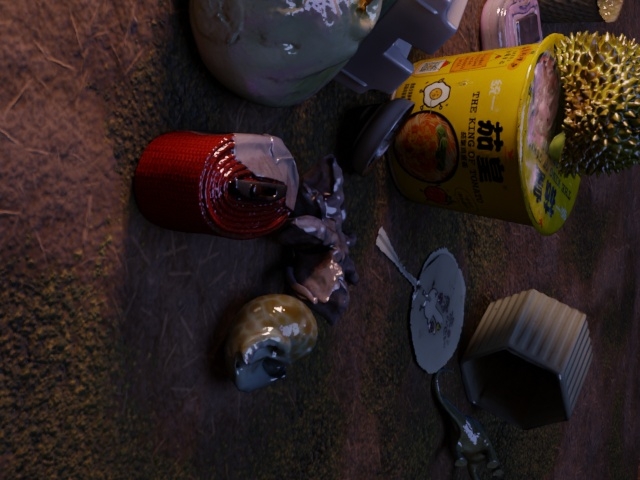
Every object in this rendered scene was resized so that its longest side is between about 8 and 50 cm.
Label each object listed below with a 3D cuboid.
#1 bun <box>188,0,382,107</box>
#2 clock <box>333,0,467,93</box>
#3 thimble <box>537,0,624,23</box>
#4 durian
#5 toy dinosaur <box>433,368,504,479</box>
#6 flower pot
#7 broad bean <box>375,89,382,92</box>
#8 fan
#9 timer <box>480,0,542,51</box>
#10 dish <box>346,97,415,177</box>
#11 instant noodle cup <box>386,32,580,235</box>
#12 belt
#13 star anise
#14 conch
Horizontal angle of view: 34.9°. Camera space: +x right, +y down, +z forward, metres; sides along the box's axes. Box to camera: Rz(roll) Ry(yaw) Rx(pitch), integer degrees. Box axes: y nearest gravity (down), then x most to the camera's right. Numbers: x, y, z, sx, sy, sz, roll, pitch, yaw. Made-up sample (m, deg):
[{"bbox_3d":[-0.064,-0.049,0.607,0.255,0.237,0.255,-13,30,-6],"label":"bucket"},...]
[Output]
[{"bbox_3d":[-0.021,-0.306,1.263,0.293,0.187,0.293,-16,109,-54],"label":"bun"},{"bbox_3d":[0.133,-0.347,1.429,0.116,0.262,0.231,35,57,-12],"label":"clock"},{"bbox_3d":[0.556,-0.599,2.178,0.270,0.150,0.271,-14,106,-57],"label":"thimble"},{"bbox_3d":[0.447,-0.212,1.578,0.200,0.176,0.237,74,21,-65],"label":"durian"},{"bbox_3d":[0.295,0.398,1.995,0.363,0.076,0.147,55,12,-43],"label":"toy dinosaur"},{"bbox_3d":[0.417,0.238,2.040,0.190,0.239,0.209,-53,165,-40],"label":"flower pot"},{"bbox_3d":[0.107,-0.273,1.612,0.063,0.045,0.083,32,60,-43],"label":"broad bean"},{"bbox_3d":[0.185,0.094,1.823,0.415,0.012,0.233,45,55,-51],"label":"fan"},{"bbox_3d":[0.382,-0.396,2.012,0.208,0.069,0.191,-35,122,-49],"label":"timer"},{"bbox_3d":[0.074,-0.174,1.557,0.141,0.078,0.141,-54,174,-8],"label":"dish"},{"bbox_3d":[0.276,-0.178,1.698,0.325,0.254,0.326,-13,106,-56],"label":"instant noodle cup"},{"bbox_3d":[-0.112,-0.067,1.216,0.201,0.124,0.128,-6,102,-57],"label":"belt"},{"bbox_3d":[0.000,0.000,1.423,0.229,0.093,0.237,21,69,-70],"label":"star anise"},{"bbox_3d":[-0.068,0.125,1.347,0.173,0.106,0.116,-39,137,-30],"label":"conch"}]
